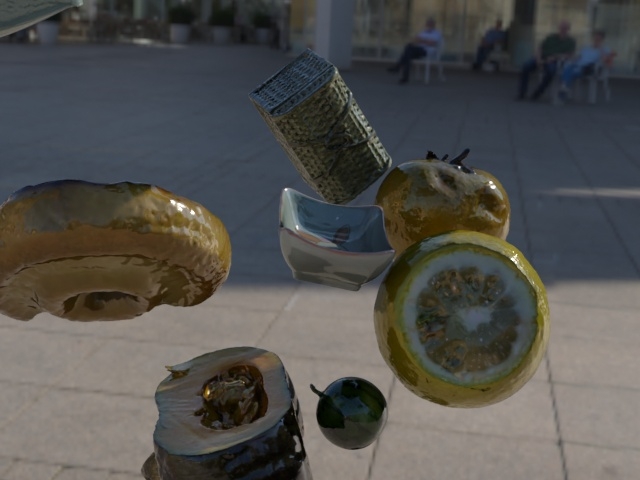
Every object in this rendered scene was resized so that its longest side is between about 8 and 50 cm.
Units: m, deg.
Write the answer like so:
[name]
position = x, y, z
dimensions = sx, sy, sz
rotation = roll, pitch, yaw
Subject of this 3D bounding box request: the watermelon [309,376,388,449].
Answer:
[watermelon]
position = 0.038, 0.231, 1.415
dimensions = 0.109, 0.109, 0.109
rotation = 3, 11, -1

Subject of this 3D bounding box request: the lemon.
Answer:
[lemon]
position = 0.189, 0.106, 1.430
dimensions = 0.240, 0.240, 0.219
rotation = 3, -5, 2

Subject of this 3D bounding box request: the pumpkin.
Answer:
[pumpkin]
position = -0.130, 0.260, 1.349
dimensions = 0.222, 0.139, 0.317
rotation = -15, 22, -2

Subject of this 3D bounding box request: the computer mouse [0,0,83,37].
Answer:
[computer mouse]
position = -0.412, -0.289, 1.313
dimensions = 0.231, 0.079, 0.128
rotation = -9, 26, -28

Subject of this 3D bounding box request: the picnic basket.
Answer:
[picnic basket]
position = 0.005, -0.174, 1.662
dimensions = 0.134, 0.196, 0.154
rotation = -37, 31, -6

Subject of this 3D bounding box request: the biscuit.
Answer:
[biscuit]
position = -0.235, 0.018, 1.090
dimensions = 0.274, 0.091, 0.213
rotation = -5, -26, 4

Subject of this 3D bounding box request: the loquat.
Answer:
[loquat]
position = 0.182, -0.043, 1.636
dimensions = 0.213, 0.213, 0.213
rotation = 3, 11, -1

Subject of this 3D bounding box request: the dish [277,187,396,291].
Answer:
[dish]
position = 0.013, 0.003, 1.409
dimensions = 0.151, 0.077, 0.212
rotation = 11, 18, -6
